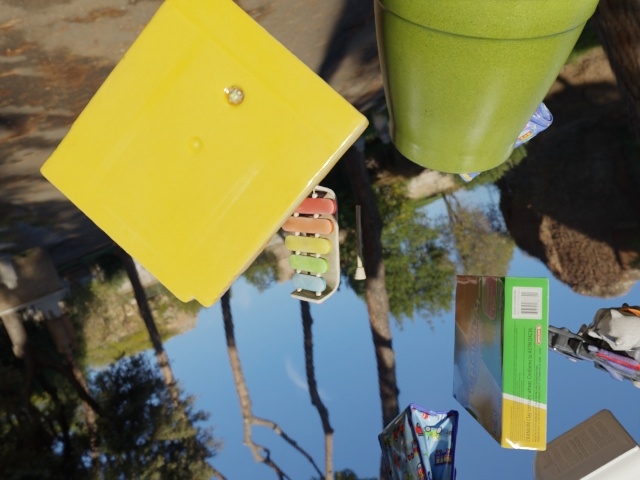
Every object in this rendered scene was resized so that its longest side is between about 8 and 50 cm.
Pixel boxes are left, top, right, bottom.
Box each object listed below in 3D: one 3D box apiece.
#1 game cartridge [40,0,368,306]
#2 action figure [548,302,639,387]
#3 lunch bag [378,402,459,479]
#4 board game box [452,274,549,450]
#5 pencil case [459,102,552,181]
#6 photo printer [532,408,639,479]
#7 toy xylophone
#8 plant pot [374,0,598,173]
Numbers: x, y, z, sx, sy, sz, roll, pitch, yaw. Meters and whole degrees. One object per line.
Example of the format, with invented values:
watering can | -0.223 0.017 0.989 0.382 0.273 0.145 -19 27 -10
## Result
game cartridge | -0.149 -0.117 0.707 0.324 0.285 0.052 -48 177 10
action figure | 0.596 0.188 1.187 0.341 0.179 0.330 19 176 26
lunch bag | 0.239 0.577 1.350 0.138 0.293 0.221 12 140 -11
board game box | 0.289 0.178 0.942 0.064 0.243 0.316 2 177 1
pencil case | 0.501 -0.295 1.604 0.306 0.120 0.133 -38 161 34
photo printer | 0.763 0.646 1.630 0.307 0.107 0.256 -37 -177 10
toy xylophone | 0.000 0.000 1.452 0.236 0.323 0.081 -5 -175 44
plant pot | 0.252 -0.319 0.960 0.366 0.353 0.367 0 -135 0
